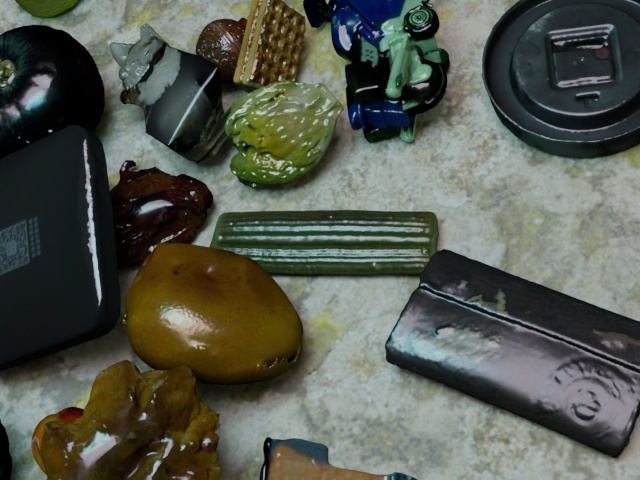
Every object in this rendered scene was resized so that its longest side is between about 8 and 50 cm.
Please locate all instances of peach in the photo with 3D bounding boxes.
[{"bbox_3d":[-0.318,0.265,1.587,0.101,0.100,0.100,-6,61,11],"label":"peach"}]

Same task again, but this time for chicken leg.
[{"bbox_3d":[-0.312,-0.035,1.764,0.322,0.083,0.177,-19,51,2],"label":"chicken leg"}]

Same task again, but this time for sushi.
[{"bbox_3d":[-0.219,-0.215,1.826,0.134,0.109,0.273,-54,45,0],"label":"sushi"}]

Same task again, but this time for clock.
[{"bbox_3d":[0.364,-0.237,1.706,0.281,0.055,0.280,-6,61,11],"label":"clock"}]

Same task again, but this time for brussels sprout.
[{"bbox_3d":[-0.053,-0.151,1.740,0.181,0.100,0.139,-29,84,2],"label":"brussels sprout"}]

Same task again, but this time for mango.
[{"bbox_3d":[-0.139,0.113,1.597,0.236,0.136,0.166,7,44,1],"label":"mango"}]

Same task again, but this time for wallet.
[{"bbox_3d":[0.252,0.130,1.532,0.321,0.044,0.170,22,75,20],"label":"wallet"}]

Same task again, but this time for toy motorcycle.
[{"bbox_3d":[0.077,-0.295,1.779,0.196,0.125,0.331,-12,57,10],"label":"toy motorcycle"}]

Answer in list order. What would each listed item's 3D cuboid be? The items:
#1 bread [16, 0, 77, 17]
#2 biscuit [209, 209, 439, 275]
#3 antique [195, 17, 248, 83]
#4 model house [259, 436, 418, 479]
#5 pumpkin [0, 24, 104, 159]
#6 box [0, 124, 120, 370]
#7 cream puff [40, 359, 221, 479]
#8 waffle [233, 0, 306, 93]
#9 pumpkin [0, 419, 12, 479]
[{"bbox_3d":[-0.444,-0.424,1.980,0.129,0.114,0.111,-44,68,4],"label":"bread"},{"bbox_3d":[0.000,0.000,1.682,0.322,0.038,0.099,1,66,15],"label":"biscuit"},{"bbox_3d":[-0.137,-0.279,1.830,0.104,0.104,0.104,-6,61,11],"label":"antique"},{"bbox_3d":[0.054,0.379,1.406,0.291,0.184,0.253,5,57,2],"label":"model house"},{"bbox_3d":[-0.431,-0.205,1.830,0.233,0.163,0.233,-7,60,13],"label":"pumpkin"},{"bbox_3d":[-0.394,0.017,1.681,0.289,0.073,0.290,-21,69,30],"label":"box"},{"bbox_3d":[-0.216,0.284,1.489,0.241,0.155,0.269,-32,85,-4],"label":"cream puff"},{"bbox_3d":[-0.072,-0.275,1.798,0.042,0.102,0.148,3,75,34],"label":"waffle"},{"bbox_3d":[-0.526,0.278,1.578,0.248,0.248,0.248,-6,61,11],"label":"pumpkin"}]
